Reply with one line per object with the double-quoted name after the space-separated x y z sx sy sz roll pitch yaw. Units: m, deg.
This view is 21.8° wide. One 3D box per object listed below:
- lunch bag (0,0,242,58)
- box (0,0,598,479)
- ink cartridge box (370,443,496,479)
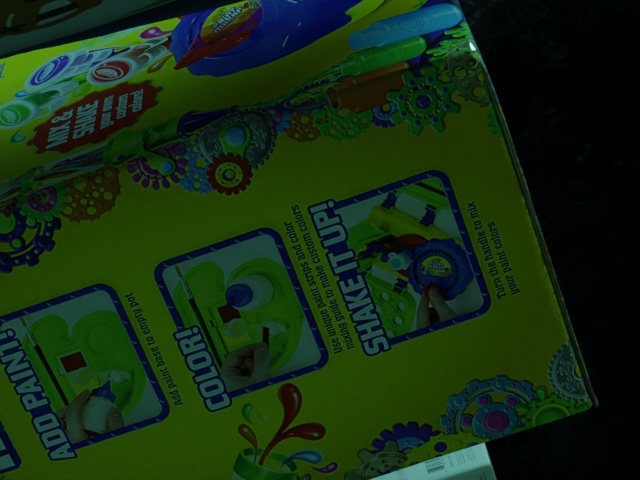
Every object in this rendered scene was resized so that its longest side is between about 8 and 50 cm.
-0.103 -0.188 0.614 0.385 0.328 0.239 -93 168 -74 "lunch bag"
-0.051 -0.020 0.787 0.290 0.279 0.177 -98 168 -63 "box"
0.077 0.208 1.704 0.072 0.175 0.127 65 9 -63 "ink cartridge box"
